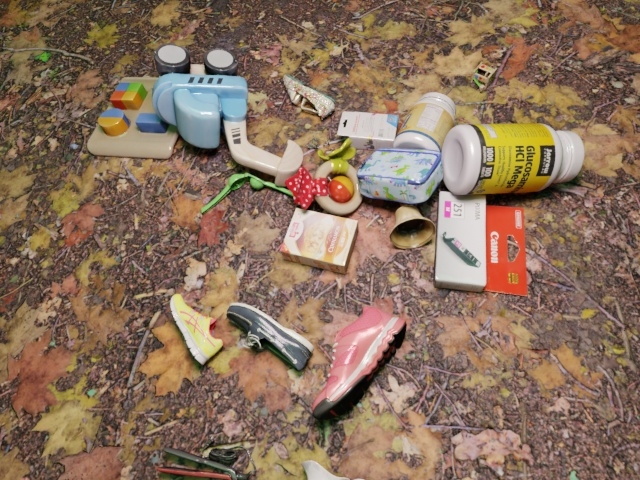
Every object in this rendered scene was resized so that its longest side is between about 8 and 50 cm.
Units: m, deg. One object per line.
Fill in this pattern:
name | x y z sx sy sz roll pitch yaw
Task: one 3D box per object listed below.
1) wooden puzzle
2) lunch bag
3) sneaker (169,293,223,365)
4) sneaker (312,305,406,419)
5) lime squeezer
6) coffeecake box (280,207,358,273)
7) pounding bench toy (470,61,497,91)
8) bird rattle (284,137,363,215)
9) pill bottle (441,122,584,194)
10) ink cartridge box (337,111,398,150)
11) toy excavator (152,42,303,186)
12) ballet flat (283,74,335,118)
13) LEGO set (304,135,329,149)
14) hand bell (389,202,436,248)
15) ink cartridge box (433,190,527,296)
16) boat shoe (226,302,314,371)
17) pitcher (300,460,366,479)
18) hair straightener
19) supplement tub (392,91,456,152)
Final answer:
wooden puzzle | -0.635 -0.457 1.478 0.321 0.080 0.348 5 65 9
lunch bag | 0.223 -0.191 1.171 0.218 0.090 0.176 13 46 35
sneaker | -0.327 0.222 1.108 0.094 0.081 0.209 -30 70 -16
sneaker | 0.073 0.290 1.013 0.136 0.116 0.314 32 64 31
lime squeezer | -0.222 -0.160 1.291 0.310 0.059 0.110 -7 63 3
coffeecake box | 0.000 0.000 1.175 0.185 0.068 0.142 12 67 14
pounding bench toy | 0.531 -0.540 1.384 0.065 0.052 0.083 35 73 22
bird rattle | 0.036 -0.166 1.203 0.207 0.143 0.253 43 57 -10
pill bottle | 0.520 -0.224 1.138 0.333 0.188 0.188 -4 63 -7
ink cartridge box | 0.152 -0.349 1.333 0.181 0.062 0.104 9 65 11
toy excavator | -0.296 -0.364 1.307 0.432 0.222 0.446 -3 63 -16
ballet flat | -0.055 -0.491 1.423 0.241 0.091 0.077 37 96 26
LEGO set | -0.012 -0.315 1.363 0.083 0.023 0.054 9 67 -3
hand bell | 0.238 -0.107 1.197 0.126 0.126 0.242 -9 50 3
ink cartridge box | 0.434 0.004 1.123 0.238 0.060 0.275 5 64 11
boat shoe | -0.141 0.245 1.060 0.254 0.095 0.079 28 59 10
pitcher | 0.019 0.590 0.858 0.177 0.125 0.207 16 54 -2
hair straightener | -0.258 0.504 0.967 0.230 0.047 0.089 4 64 9
supplement tub | 0.318 -0.330 1.256 0.144 0.144 0.200 22 68 17
